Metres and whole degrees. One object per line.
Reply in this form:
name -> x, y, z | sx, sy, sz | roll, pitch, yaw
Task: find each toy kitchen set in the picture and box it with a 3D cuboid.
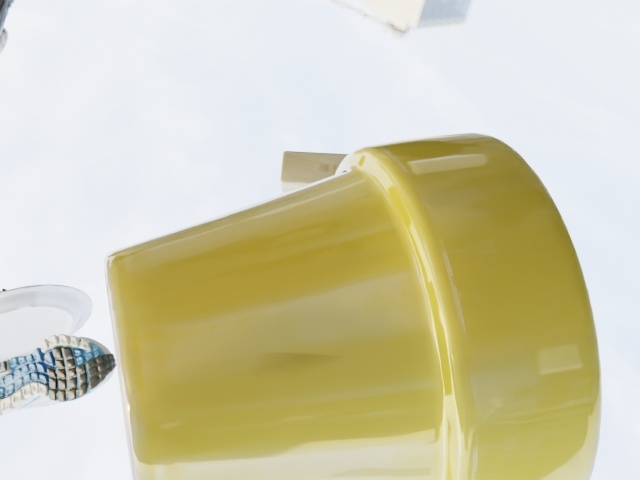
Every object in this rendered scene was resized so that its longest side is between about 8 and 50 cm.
toy kitchen set -> 0.000, 0.000, 1.318 | 0.122, 0.166, 0.207 | 4, -113, 3

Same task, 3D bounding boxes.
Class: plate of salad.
plate of salad -> -0.396, 0.103, 1.163 | 0.200, 0.200, 0.048 | -8, -120, -31

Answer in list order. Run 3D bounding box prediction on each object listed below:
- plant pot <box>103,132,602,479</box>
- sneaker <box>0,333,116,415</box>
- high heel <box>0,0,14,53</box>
plant pot -> -0.001, 0.070, 0.547 | 0.239, 0.254, 0.254 | -7, -142, -14
sneaker -> -0.279, 0.144, 0.977 | 0.083, 0.191, 0.071 | 8, -110, -53
high heel -> -0.526, -0.253, 1.319 | 0.093, 0.186, 0.261 | 24, 166, -27
